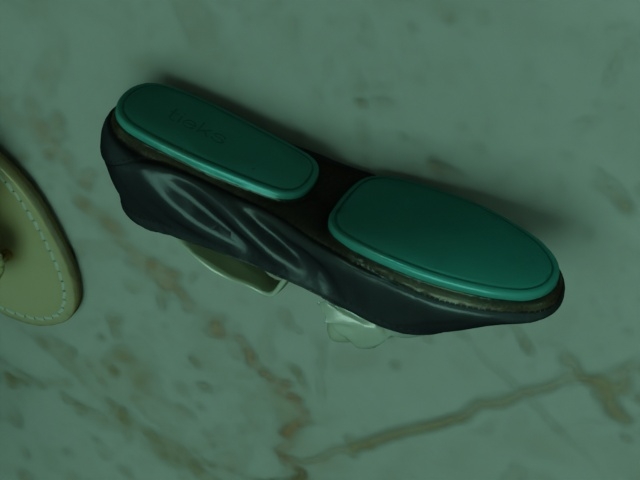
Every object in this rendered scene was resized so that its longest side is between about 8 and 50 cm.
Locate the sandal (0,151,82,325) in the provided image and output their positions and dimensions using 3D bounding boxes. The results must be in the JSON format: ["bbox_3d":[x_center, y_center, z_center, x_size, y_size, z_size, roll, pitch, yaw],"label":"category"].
[{"bbox_3d":[-0.202,-0.033,0.672,0.088,0.079,0.240,-12,120,32],"label":"sandal"}]

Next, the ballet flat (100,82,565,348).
[{"bbox_3d":[0.000,0.000,0.612,0.203,0.074,0.074,23,132,15],"label":"ballet flat"}]
